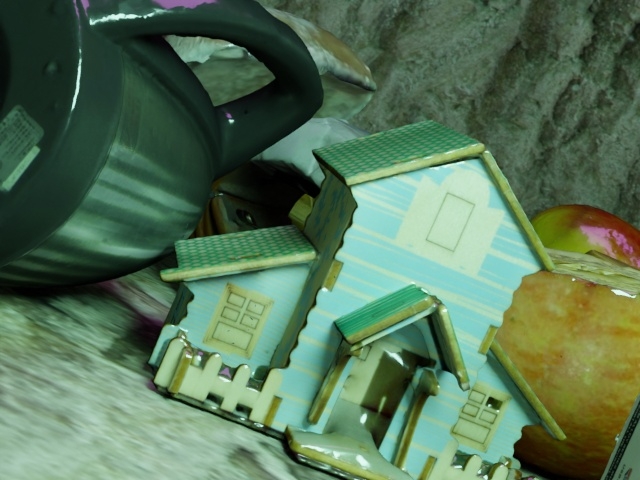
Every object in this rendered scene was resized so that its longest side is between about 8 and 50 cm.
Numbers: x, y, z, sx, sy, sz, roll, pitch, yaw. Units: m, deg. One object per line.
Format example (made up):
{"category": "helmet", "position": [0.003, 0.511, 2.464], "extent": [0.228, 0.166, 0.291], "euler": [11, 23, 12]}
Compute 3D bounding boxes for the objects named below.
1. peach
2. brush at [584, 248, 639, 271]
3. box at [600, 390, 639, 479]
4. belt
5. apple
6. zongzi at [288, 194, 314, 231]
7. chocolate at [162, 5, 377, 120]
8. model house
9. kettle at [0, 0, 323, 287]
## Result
{"category": "peach", "position": [0.307, 0.067, 1.585], "extent": [0.231, 0.231, 0.231], "euler": [24, 5, -2]}
{"category": "brush", "position": [0.303, 0.125, 1.239], "extent": [0.174, 0.166, 0.266], "euler": [23, 5, -24]}
{"category": "box", "position": [0.190, 0.148, 0.692], "extent": [0.033, 0.129, 0.247], "euler": [22, 5, -5]}
{"category": "belt", "position": [0.000, 0.000, 1.035], "extent": [0.105, 0.184, 0.261], "euler": [20, 3, -39]}
{"category": "apple", "position": [0.192, 0.096, 1.052], "extent": [0.251, 0.163, 0.293], "euler": [10, 4, -14]}
{"category": "zongzi", "position": [0.004, 0.004, 1.418], "extent": [0.286, 0.134, 0.288], "euler": [16, 15, -17]}
{"category": "chocolate", "position": [-0.105, -0.101, 1.147], "extent": [0.185, 0.303, 0.100], "euler": [6, 58, -37]}
{"category": "model house", "position": [0.046, 0.029, 0.825], "extent": [0.271, 0.206, 0.178], "euler": [24, 5, -9]}
{"category": "kettle", "position": [-0.157, -0.076, 0.875], "extent": [0.207, 0.251, 0.271], "euler": [34, 1, 26]}
